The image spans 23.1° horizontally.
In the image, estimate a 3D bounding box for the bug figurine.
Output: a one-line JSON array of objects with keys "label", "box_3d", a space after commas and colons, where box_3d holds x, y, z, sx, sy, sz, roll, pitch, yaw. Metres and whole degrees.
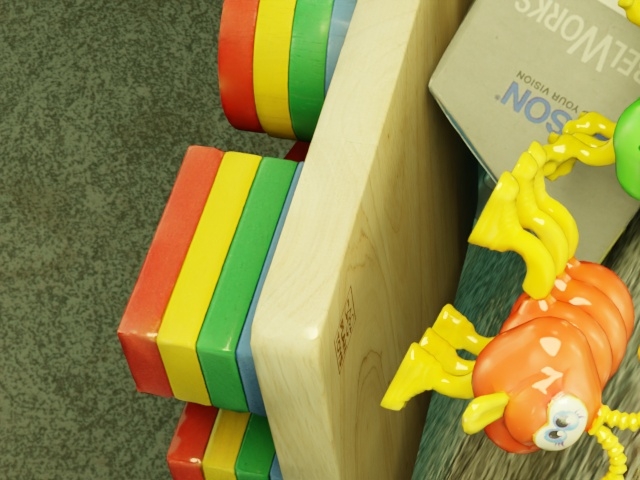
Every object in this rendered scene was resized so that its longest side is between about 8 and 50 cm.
[{"label": "bug figurine", "box_3d": [0.119, -0.063, 0.449, 0.216, 0.072, 0.279, -48, -15, -56]}]

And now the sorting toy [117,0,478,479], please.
[{"label": "sorting toy", "box_3d": [0.000, 0.000, 0.680, 0.257, 0.089, 0.255, 80, -158, -54]}]

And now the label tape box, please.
[{"label": "label tape box", "box_3d": [0.137, -0.124, 0.685, 0.333, 0.106, 0.240, -60, -1, 29]}]

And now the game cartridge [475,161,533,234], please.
[{"label": "game cartridge", "box_3d": [0.180, -0.138, 0.953, 0.297, 0.062, 0.198, -60, -5, 6]}]
